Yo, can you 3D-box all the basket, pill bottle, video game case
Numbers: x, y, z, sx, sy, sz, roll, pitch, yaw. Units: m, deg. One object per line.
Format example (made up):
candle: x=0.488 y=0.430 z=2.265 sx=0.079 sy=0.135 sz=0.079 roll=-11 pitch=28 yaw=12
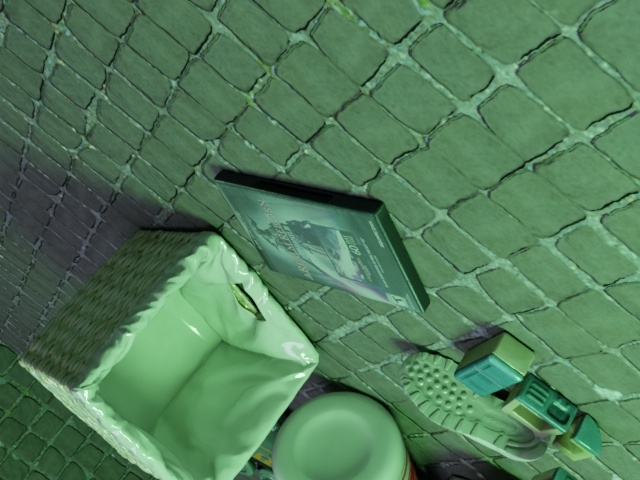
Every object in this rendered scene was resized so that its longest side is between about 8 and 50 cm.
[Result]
basket: x=-0.243 y=0.190 z=1.568 sx=0.266 sy=0.331 sz=0.328 roll=11 pitch=146 yaw=51
pill bottle: x=0.071 y=0.468 z=1.761 sx=0.229 sy=0.229 sz=0.407 roll=19 pitch=150 yaw=30
video game case: x=0.000 y=0.000 z=1.282 sx=0.274 sy=0.026 sz=0.196 roll=13 pitch=146 yaw=37

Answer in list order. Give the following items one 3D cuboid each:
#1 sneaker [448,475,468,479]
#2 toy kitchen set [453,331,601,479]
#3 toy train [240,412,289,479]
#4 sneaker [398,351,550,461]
sneaker: x=0.252 y=0.572 z=1.823 sx=0.122 sy=0.146 sz=0.330 roll=20 pitch=152 yaw=26
toy kitchen set: x=0.257 y=0.253 z=1.239 sx=0.207 sy=0.166 sz=0.122 roll=36 pitch=155 yaw=-1
toy train: x=-0.078 y=0.438 z=2.015 sx=0.334 sy=0.142 sz=0.190 roll=23 pitch=140 yaw=27
sneaker: x=0.214 y=0.245 z=1.383 sx=0.235 sy=0.090 sz=0.095 roll=33 pitch=171 yaw=14
